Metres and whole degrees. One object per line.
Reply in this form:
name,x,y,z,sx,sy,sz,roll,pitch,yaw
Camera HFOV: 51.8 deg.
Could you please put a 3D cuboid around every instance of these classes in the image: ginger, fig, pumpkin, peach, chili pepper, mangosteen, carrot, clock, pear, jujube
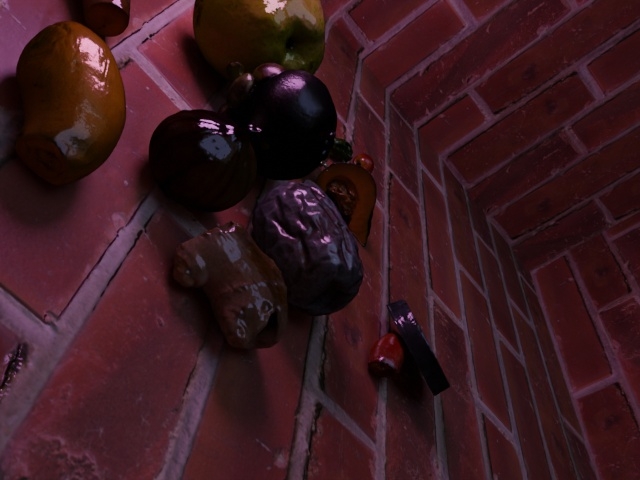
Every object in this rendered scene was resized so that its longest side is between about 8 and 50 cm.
ginger,-0.171,0.085,1.249,0.221,0.130,0.275,19,43,-39
fig,-0.240,-0.174,1.368,0.235,0.214,0.234,18,48,-21
pumpkin,0.124,-0.142,2.070,0.278,0.163,0.111,53,24,-11
peach,0.171,-0.288,2.482,0.098,0.061,0.098,37,26,-22
chili pepper,0.052,-0.325,2.298,0.204,0.073,0.072,19,57,-53
mangosteen,-0.114,-0.297,1.699,0.297,0.314,0.296,-179,-90,-87
carrot,-0.503,-0.608,1.510,0.139,0.139,0.301,26,47,-50
clock,0.267,0.288,1.804,0.280,0.056,0.280,62,4,-7
chili pepper,0.179,0.287,1.714,0.086,0.084,0.192,66,24,-19
pear,-0.155,-0.581,1.834,0.391,0.391,0.391,43,26,-28
jujube,-0.029,0.013,1.521,0.226,0.226,0.316,21,36,-54

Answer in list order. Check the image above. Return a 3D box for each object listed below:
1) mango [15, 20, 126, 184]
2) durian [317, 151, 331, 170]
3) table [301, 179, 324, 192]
mango,-0.433,-0.243,1.151,0.187,0.144,0.359,15,51,-41
durian,-0.033,-0.278,2.038,0.137,0.095,0.220,13,36,-6
table,-0.020,-0.109,1.896,0.133,0.043,0.133,43,27,-28
